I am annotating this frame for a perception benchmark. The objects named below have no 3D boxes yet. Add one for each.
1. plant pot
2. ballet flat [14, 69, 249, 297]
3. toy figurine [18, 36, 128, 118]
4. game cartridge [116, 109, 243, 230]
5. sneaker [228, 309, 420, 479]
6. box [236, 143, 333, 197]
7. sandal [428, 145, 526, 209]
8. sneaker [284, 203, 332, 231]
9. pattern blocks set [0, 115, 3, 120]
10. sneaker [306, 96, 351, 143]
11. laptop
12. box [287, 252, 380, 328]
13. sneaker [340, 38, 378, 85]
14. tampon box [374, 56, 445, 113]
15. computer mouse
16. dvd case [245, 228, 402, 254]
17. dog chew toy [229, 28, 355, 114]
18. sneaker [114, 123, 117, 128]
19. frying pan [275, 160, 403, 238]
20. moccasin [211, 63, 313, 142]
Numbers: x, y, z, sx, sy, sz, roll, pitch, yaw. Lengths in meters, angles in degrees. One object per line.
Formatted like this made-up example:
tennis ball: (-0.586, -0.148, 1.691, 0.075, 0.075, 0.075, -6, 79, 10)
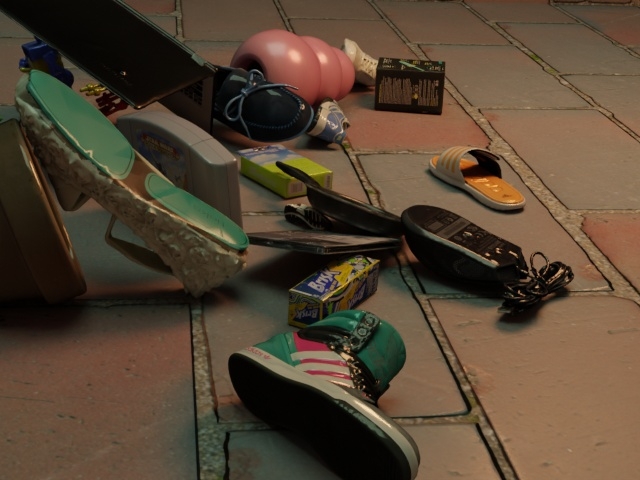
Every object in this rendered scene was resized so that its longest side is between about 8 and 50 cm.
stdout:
plant pot: (-0.475, -0.010, 1.467, 0.229, 0.263, 0.263, -21, 29, -11)
ballet flat: (-0.285, -0.059, 1.500, 0.409, 0.147, 0.147, 40, 19, -14)
toy figurine: (-0.534, -0.364, 2.216, 0.191, 0.217, 0.362, -28, 24, -12)
game cartridge: (-0.233, -0.102, 1.729, 0.062, 0.198, 0.297, -27, 35, -32)
sneaker: (0.047, 0.172, 1.235, 0.178, 0.123, 0.296, -26, 34, -32)
box: (-0.071, -0.133, 2.016, 0.109, 0.042, 0.178, -13, 27, -33)
sandal: (0.305, -0.134, 2.021, 0.102, 0.076, 0.265, -9, 26, -25)
sneaker: (-0.013, -0.042, 1.815, 0.044, 0.040, 0.109, -14, 29, -39)
pattern blocks set: (-0.578, -0.072, 1.509, 0.026, 0.325, 0.285, 50, 22, 1)
sneaker: (0.019, -0.249, 2.281, 0.081, 0.080, 0.211, 31, 21, -5)
laptop: (-0.417, -0.331, 2.045, 0.382, 0.408, 0.236, 37, 67, 8)
box: (0.020, 0.073, 1.535, 0.059, 0.054, 0.169, 15, 25, 27)
sneaker: (0.105, -0.428, 2.607, 0.115, 0.090, 0.232, 17, 3, 10)
tampon box: (0.211, -0.365, 2.515, 0.161, 0.101, 0.120, 4, 23, 6)
computer mouse: (0.234, 0.035, 1.643, 0.272, 0.072, 0.188, 31, 32, 26)
dvd case: (0.000, 0.000, 1.645, 0.165, 0.018, 0.221, 7, 6, 34)
dog chew toy: (-0.048, -0.366, 2.386, 0.207, 0.206, 0.332, 21, 20, 35)
sneaker: (-0.356, -0.193, 2.108, 0.086, 0.064, 0.192, -22, 32, -30)
frying pan: (0.009, -0.072, 1.793, 0.326, 0.053, 0.197, 22, 5, 26)
moccasin: (-0.173, -0.285, 2.182, 0.342, 0.137, 0.117, 16, -17, 35)
